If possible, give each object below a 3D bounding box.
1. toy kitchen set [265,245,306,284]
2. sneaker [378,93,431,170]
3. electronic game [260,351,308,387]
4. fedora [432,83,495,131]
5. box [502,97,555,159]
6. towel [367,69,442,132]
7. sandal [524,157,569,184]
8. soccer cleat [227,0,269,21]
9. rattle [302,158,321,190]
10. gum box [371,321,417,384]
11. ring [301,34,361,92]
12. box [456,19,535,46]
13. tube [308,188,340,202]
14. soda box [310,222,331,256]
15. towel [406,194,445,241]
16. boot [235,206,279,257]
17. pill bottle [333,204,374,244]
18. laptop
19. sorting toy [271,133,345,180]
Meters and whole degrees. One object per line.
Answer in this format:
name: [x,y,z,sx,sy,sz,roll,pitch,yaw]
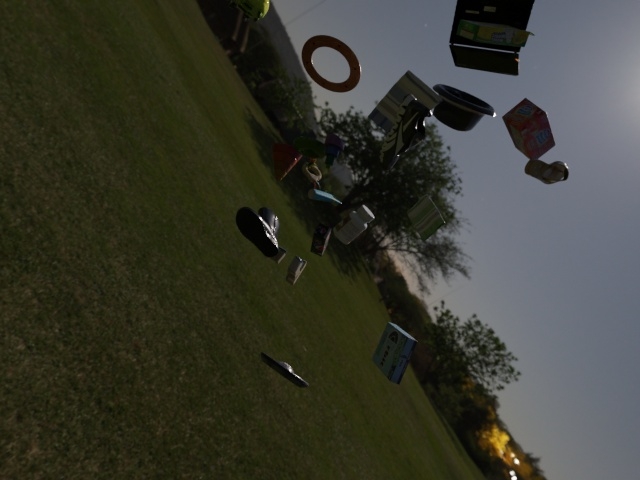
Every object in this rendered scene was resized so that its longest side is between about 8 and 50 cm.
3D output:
toy kitchen set: [-0.158,0.087,1.828,0.166,0.122,0.207,30,-23,5]
sneaker: [0.252,-0.301,1.183,0.106,0.234,0.078,36,33,24]
electronic game: [-0.144,0.514,1.594,0.229,0.048,0.229,32,-18,12]
fedora: [0.678,-0.637,1.968,0.334,0.152,0.334,16,34,-11]
box: [0.906,-0.474,1.734,0.257,0.123,0.128,32,25,-46]
towel: [0.382,-0.606,1.830,0.209,0.285,0.034,36,40,-14]
sandal: [0.805,-0.227,1.372,0.240,0.088,0.079,3,27,-31]
soccer cleat: [-0.168,-0.619,0.995,0.093,0.121,0.289,34,13,-28]
rattle: [-0.017,-0.392,2.277,0.130,0.143,0.199,33,31,-41]
gum box: [0.253,0.385,1.389,0.041,0.156,0.184,23,1,-13]
ring: [0.057,-0.911,2.068,0.337,0.032,0.336,24,-22,10]
box: [0.475,-0.561,1.083,0.105,0.179,0.043,-111,-158,-51]
tube: [0.021,-0.229,2.097,0.207,0.052,0.080,5,40,-50]
soda box: [0.000,0.000,1.590,0.053,0.060,0.169,25,-25,6]
towel: [0.387,-0.085,1.486,0.023,0.113,0.152,15,40,-35]
boot: [-0.244,-0.075,1.587,0.246,0.094,0.207,55,14,-33]
pill bottle: [0.196,-0.095,2.327,0.131,0.229,0.131,42,19,-18]
laptop: [0.572,-0.694,1.344,0.234,0.136,0.264,22,-49,26]
sorting toy: [-0.063,-0.275,1.395,0.127,0.126,0.366,24,-13,-38]
